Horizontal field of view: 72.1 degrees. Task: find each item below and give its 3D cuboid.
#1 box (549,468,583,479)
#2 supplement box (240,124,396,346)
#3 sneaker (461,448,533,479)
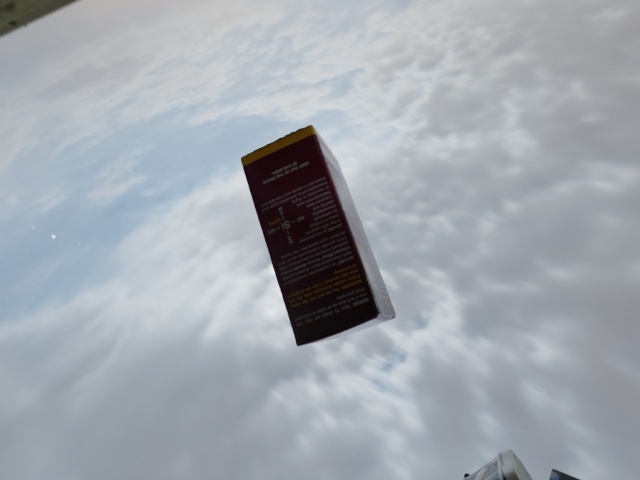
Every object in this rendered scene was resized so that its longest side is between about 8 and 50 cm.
[{"bbox_3d":[0.451,0.392,0.625,0.038,0.186,0.145,-67,-164,-15],"label":"box"},{"bbox_3d":[0.000,0.000,0.436,0.080,0.104,0.188,-22,-105,12],"label":"supplement box"},{"bbox_3d":[0.315,0.451,0.769,0.127,0.321,0.126,-36,-126,9],"label":"sneaker"}]
